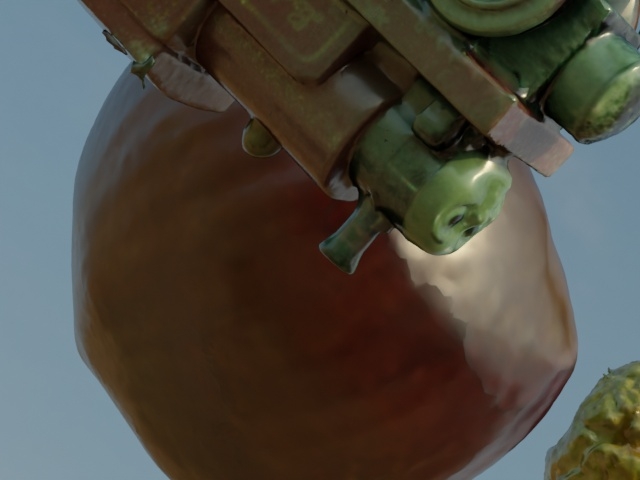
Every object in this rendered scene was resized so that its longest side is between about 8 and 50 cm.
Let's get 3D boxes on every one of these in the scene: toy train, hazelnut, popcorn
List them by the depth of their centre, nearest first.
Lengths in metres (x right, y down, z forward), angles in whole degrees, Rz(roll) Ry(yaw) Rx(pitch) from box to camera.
[{"bbox_3d":[0.026,-0.125,0.960,0.304,0.221,0.150,46,9,26],"label":"toy train"},{"bbox_3d":[0.000,0.000,1.406,0.402,0.429,0.402,-13,-15,-3],"label":"hazelnut"},{"bbox_3d":[0.302,0.199,1.588,0.212,0.198,0.198,36,-29,-23],"label":"popcorn"}]
